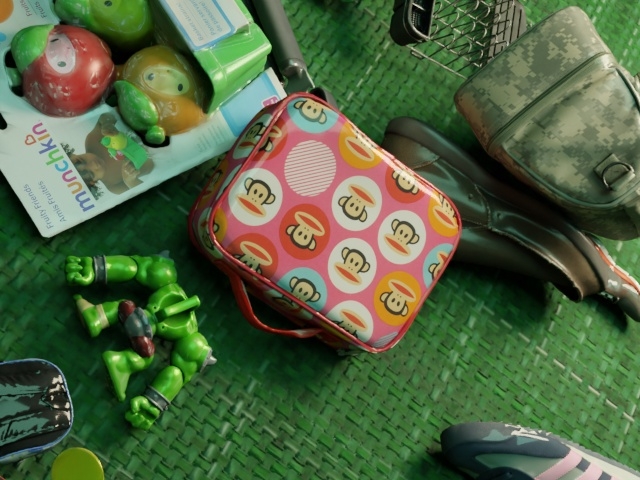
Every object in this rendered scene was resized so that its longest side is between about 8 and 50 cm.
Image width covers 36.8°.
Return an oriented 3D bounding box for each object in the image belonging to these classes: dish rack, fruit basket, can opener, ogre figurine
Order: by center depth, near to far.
[{"bbox_3d":[-0.192,0.096,1.052,0.118,0.097,0.197,-22,66,-21],"label":"ogre figurine"},{"bbox_3d":[-0.248,-0.217,1.137,0.353,0.165,0.327,-28,80,-30],"label":"fruit basket"},{"bbox_3d":[-0.044,-0.230,1.310,0.095,0.076,0.283,9,57,-59],"label":"can opener"},{"bbox_3d":[0.225,-0.337,1.437,0.272,0.074,0.208,22,69,-29],"label":"dish rack"}]

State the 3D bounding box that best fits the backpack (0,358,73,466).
[{"bbox_3d":[-0.311,0.172,0.960,0.114,0.084,0.105,-9,71,-24],"label":"backpack"}]

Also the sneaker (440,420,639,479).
[{"bbox_3d":[0.285,0.318,1.163,0.319,0.112,0.131,22,56,-14],"label":"sneaker"}]

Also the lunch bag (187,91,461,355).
[{"bbox_3d":[0.000,0.000,1.135,0.293,0.120,0.258,37,74,-19],"label":"lunch bag"}]

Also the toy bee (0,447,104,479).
[{"bbox_3d":[-0.284,0.250,0.865,0.195,0.298,0.162,-34,58,-7],"label":"toy bee"}]

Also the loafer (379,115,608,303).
[{"bbox_3d":[0.217,-0.018,1.304,0.366,0.134,0.130,35,85,2],"label":"loafer"}]

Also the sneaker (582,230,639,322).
[{"bbox_3d":[0.405,0.064,1.388,0.065,0.061,0.158,-36,78,-16],"label":"sneaker"}]

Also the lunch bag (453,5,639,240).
[{"bbox_3d":[0.353,-0.130,1.285,0.256,0.213,0.305,59,15,19],"label":"lunch bag"}]
